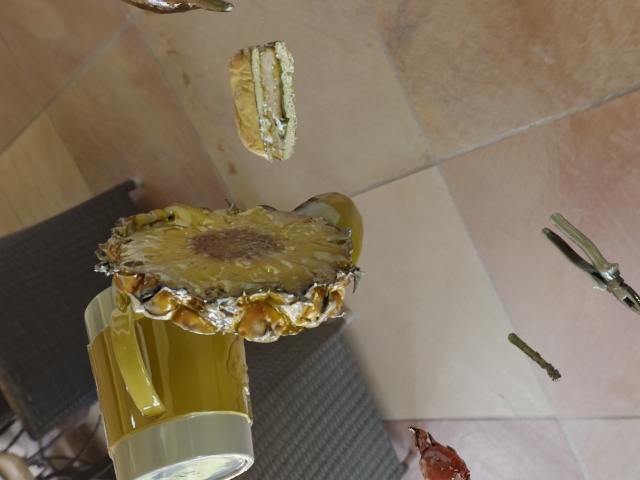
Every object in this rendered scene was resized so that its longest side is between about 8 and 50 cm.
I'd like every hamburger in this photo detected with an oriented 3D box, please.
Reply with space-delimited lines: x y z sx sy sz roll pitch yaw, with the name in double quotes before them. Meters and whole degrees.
"hamburger" -0.123 -0.297 1.283 0.131 0.124 0.262 21 127 39

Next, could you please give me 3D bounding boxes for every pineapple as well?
"pineapple" -0.068 0.018 0.459 0.221 0.221 0.047 19 113 30

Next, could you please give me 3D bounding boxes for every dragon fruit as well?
"dragon fruit" 0.246 0.480 1.312 0.190 0.094 0.094 35 138 50

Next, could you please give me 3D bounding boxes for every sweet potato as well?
"sweet potato" -0.104 -0.172 0.392 0.117 0.049 0.049 29 131 18

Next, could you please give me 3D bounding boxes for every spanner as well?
"spanner" 0.684 0.063 1.481 0.325 0.040 0.096 51 154 26

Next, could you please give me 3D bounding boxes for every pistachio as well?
"pistachio" 0.001 -0.001 0.727 0.100 0.189 0.110 33 123 -9

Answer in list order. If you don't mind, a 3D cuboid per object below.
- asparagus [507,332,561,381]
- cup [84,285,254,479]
"asparagus" 0.414 0.225 1.152 0.025 0.248 0.024 -20 99 1
"cup" -0.175 0.152 0.670 0.241 0.185 0.226 71 -179 -61
